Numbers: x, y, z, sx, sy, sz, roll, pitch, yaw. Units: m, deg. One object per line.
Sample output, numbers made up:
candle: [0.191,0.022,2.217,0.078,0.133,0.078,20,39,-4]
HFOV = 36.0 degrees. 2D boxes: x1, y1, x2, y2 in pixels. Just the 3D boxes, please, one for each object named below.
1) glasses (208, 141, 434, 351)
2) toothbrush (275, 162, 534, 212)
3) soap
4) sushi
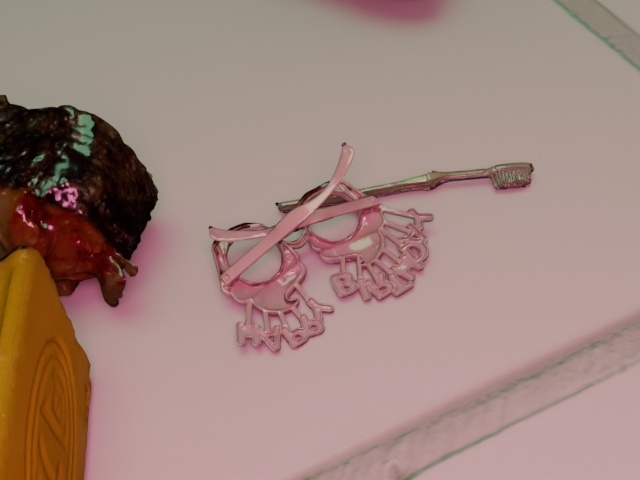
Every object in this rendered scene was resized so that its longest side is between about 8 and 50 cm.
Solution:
glasses: [0.003,0.008,1.017,0.255,0.095,0.162,-29,70,-16]
toothbrush: [0.095,-0.059,1.109,0.294,0.026,0.028,-6,62,2]
soap: [-0.266,0.181,0.818,0.096,0.204,0.324,-9,46,1]
sushi: [-0.325,-0.039,1.055,0.343,0.196,0.182,11,69,24]
